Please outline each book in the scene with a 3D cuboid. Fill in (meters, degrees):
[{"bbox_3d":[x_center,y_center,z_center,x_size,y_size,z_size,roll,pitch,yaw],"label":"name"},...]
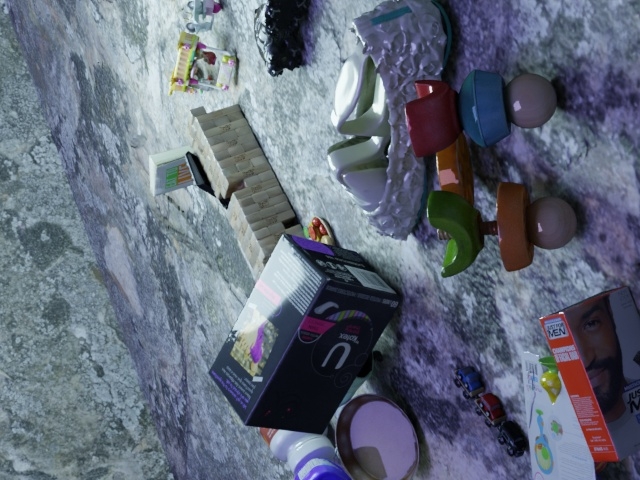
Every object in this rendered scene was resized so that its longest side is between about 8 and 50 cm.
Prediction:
[{"bbox_3d":[-0.265,-0.144,2.251,0.035,0.144,0.096,56,154,31],"label":"book"}]

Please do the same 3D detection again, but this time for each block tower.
[{"bbox_3d":[-0.133,-0.093,2.063,0.335,0.097,0.091,61,156,18],"label":"block tower"}]

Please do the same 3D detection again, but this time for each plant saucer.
[{"bbox_3d":[0.098,0.331,1.874,0.168,0.029,0.168,7,101,38],"label":"plant saucer"}]

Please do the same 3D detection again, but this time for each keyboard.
[{"bbox_3d":[-0.201,-0.100,2.175,0.108,0.023,0.180,62,-168,21],"label":"keyboard"}]

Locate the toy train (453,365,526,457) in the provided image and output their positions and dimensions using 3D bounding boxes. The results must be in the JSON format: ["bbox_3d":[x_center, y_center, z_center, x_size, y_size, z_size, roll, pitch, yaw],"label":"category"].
[{"bbox_3d":[0.231,0.230,1.571,0.158,0.027,0.036,53,148,35],"label":"toy train"}]

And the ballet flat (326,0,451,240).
[{"bbox_3d":[0.070,-0.149,1.507,0.147,0.147,0.409,54,152,36],"label":"ballet flat"}]

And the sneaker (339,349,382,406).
[{"bbox_3d":[0.020,0.138,1.911,0.151,0.094,0.256,-46,60,53],"label":"sneaker"}]

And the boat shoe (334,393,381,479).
[{"bbox_3d":[0.070,0.356,1.962,0.227,0.081,0.079,55,152,29],"label":"boat shoe"}]

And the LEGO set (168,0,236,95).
[{"bbox_3d":[-0.215,-0.318,2.110,0.287,0.107,0.132,117,164,-66],"label":"LEGO set"}]

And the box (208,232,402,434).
[{"bbox_3d":[-0.026,0.149,1.767,0.143,0.165,0.270,46,114,46],"label":"box"}]

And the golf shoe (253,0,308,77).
[{"bbox_3d":[-0.072,-0.345,1.745,0.094,0.077,0.198,57,152,31],"label":"golf shoe"}]

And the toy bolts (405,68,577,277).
[{"bbox_3d":[0.204,-0.100,1.306,0.218,0.158,0.228,-71,-30,-55],"label":"toy bolts"}]

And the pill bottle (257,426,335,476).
[{"bbox_3d":[-0.062,0.347,2.204,0.216,0.121,0.121,54,152,36],"label":"pill bottle"}]

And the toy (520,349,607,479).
[{"bbox_3d":[0.307,0.253,1.381,0.137,0.056,0.237,-172,70,-69],"label":"toy"}]

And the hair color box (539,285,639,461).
[{"bbox_3d":[0.313,0.144,1.232,0.167,0.093,0.053,69,156,4],"label":"hair color box"}]

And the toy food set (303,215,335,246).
[{"bbox_3d":[0.000,0.000,1.923,0.083,0.020,0.082,65,157,12],"label":"toy food set"}]

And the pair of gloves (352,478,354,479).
[{"bbox_3d":[0.102,0.515,2.057,0.204,0.042,0.240,-136,35,-54],"label":"pair of gloves"}]

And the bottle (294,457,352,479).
[{"bbox_3d":[0.011,0.439,2.004,0.118,0.092,0.283,42,173,2],"label":"bottle"}]
